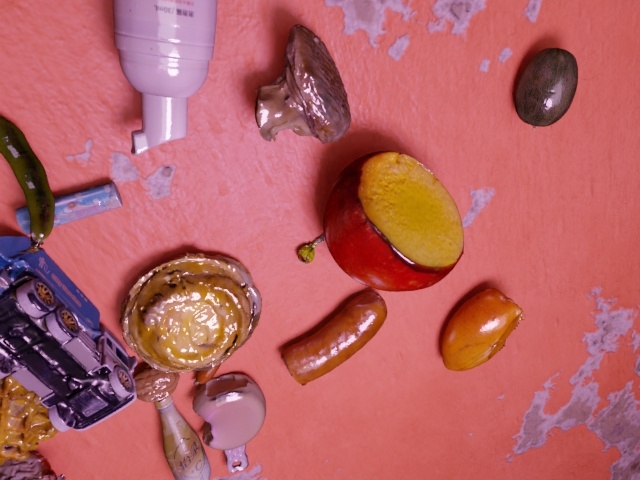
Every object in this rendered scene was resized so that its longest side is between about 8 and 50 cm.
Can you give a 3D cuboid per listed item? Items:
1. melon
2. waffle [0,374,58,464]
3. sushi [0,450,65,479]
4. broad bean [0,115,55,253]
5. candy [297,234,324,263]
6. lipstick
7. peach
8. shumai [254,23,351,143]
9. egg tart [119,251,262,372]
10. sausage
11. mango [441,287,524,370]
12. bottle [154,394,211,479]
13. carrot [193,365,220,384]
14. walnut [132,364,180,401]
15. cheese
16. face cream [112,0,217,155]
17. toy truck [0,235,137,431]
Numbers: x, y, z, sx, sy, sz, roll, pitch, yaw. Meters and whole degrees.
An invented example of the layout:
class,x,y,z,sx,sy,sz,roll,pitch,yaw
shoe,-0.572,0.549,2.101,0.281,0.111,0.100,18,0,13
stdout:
class,x,y,z,sx,sy,sz,roll,pitch,yaw
melon,0.465,-0.308,0.990,0.114,0.114,0.167,2,111,-22
waffle,-0.633,0.328,0.870,0.293,0.069,0.259,-16,122,6
sushi,-0.664,0.507,0.941,0.332,0.130,0.124,-8,116,-16
broad bean,-0.463,-0.093,0.752,0.069,0.039,0.226,-16,95,-41
candy,0.000,0.000,1.013,0.123,0.035,0.035,-45,153,-6
lipstick,-0.422,-0.056,0.812,0.158,0.048,0.048,-19,119,-12
peach,0.121,-0.031,0.921,0.245,0.248,0.275,-37,115,25
shumai,-0.039,-0.249,0.826,0.153,0.161,0.209,-21,146,15
egg tart,-0.241,0.154,0.941,0.279,0.095,0.278,-10,112,-25
sausage,0.041,0.221,1.090,0.271,0.109,0.109,-39,121,1
mango,0.398,0.233,1.219,0.154,0.126,0.252,18,114,-39
bottle,-0.314,0.449,1.076,0.083,0.083,0.269,-16,113,-13
carrot,-0.227,0.264,1.049,0.142,0.035,0.035,-47,121,0
walnut,-0.340,0.293,0.995,0.096,0.082,0.079,-11,146,-17
cheese,-0.205,0.438,1.112,0.163,0.082,0.286,-6,117,-17
face cream,-0.230,-0.309,0.712,0.146,0.145,0.369,0,116,-21
toy truck,-0.469,0.157,0.822,0.146,0.175,0.367,-28,121,-4
